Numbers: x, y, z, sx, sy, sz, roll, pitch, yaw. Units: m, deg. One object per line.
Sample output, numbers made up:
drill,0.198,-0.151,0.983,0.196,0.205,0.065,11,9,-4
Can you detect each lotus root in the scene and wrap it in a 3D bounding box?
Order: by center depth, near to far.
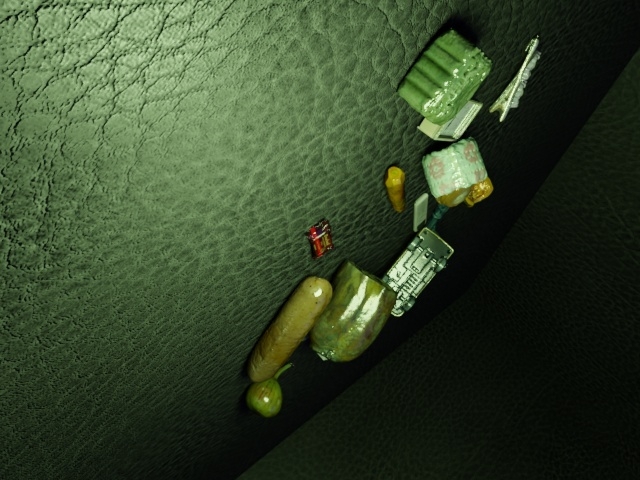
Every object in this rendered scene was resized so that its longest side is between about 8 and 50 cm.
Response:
lotus root,0.097,0.262,1.879,0.346,0.250,0.250,-57,158,-3

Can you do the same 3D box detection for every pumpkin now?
pumpkin,0.618,-0.202,2.236,0.183,0.119,0.107,-24,-174,-33

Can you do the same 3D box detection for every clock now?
clock,0.386,-0.371,1.599,0.192,0.071,0.147,-11,139,-55

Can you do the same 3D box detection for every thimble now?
thimble,0.425,-0.232,1.716,0.185,0.149,0.211,-19,-178,12

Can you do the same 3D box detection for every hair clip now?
hair clip,0.665,-0.542,1.804,0.106,0.084,0.292,-46,161,-52

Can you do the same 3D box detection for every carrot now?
carrot,0.246,-0.154,1.747,0.066,0.066,0.314,-44,161,-4

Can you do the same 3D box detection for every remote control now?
remote control,0.396,-0.105,2.120,0.067,0.029,0.261,-42,157,-10

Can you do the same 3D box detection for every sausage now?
sausage,-0.122,0.317,1.823,0.501,0.123,0.136,-56,-177,23

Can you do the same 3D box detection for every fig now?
fig,-0.197,0.575,2.152,0.151,0.151,0.259,98,17,-55

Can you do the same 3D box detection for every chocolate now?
chocolate,0.000,0.000,1.615,0.086,0.028,0.182,-34,155,-8

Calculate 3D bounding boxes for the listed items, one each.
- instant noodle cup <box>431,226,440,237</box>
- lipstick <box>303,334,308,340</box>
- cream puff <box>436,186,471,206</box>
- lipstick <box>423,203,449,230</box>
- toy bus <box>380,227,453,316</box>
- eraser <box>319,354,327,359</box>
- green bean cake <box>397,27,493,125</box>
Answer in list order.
instant noodle cup,0.467,0.024,2.417,0.179,0.070,0.157,-40,155,-11
lipstick,0.049,0.270,2.092,0.371,0.076,0.080,-24,151,-42
cream puff,0.492,-0.203,2.010,0.150,0.115,0.165,-13,151,-42
lipstick,0.493,-0.102,2.265,0.053,0.053,0.234,-26,152,-39
toy bus,0.374,0.134,2.246,0.365,0.177,0.202,-50,179,0
eraser,0.098,0.327,2.069,0.298,0.078,0.076,-49,158,11
green bean cake,0.324,-0.411,1.367,0.223,0.125,0.227,-54,161,21
